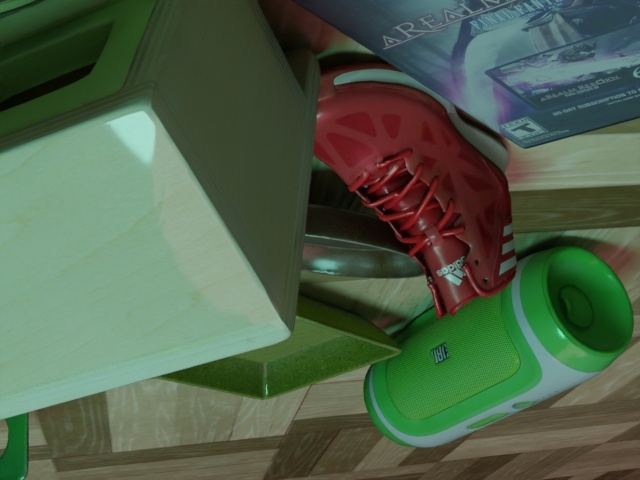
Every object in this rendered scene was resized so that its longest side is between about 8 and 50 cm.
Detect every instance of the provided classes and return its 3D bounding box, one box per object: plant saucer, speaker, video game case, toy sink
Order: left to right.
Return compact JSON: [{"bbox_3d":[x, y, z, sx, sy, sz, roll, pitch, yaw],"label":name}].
[{"bbox_3d":[-0.097,-0.057,0.458,0.153,0.234,0.131,-16,126,17],"label":"toy sink"},{"bbox_3d":[-0.045,0.102,0.963,0.188,0.045,0.188,-23,152,30],"label":"plant saucer"},{"bbox_3d":[0.000,0.000,0.721,0.169,0.029,0.168,7,169,1],"label":"plant saucer"},{"bbox_3d":[0.165,0.114,0.960,0.131,0.131,0.296,6,152,-30],"label":"speaker"},{"bbox_3d":[0.133,-0.121,0.512,0.196,0.026,0.274,-14,160,36],"label":"video game case"}]

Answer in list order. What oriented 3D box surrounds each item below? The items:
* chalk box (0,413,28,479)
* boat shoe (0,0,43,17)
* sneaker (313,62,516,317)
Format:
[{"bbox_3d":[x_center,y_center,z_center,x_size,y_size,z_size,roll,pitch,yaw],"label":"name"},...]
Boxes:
[{"bbox_3d":[-0.406,0.201,0.894,0.289,0.180,0.179,-8,156,1],"label":"chalk box"},{"bbox_3d":[-0.181,-0.126,0.390,0.178,0.064,0.060,-5,158,-3],"label":"boat shoe"},{"bbox_3d":[0.069,-0.025,0.620,0.087,0.128,0.221,-29,150,36],"label":"sneaker"}]
